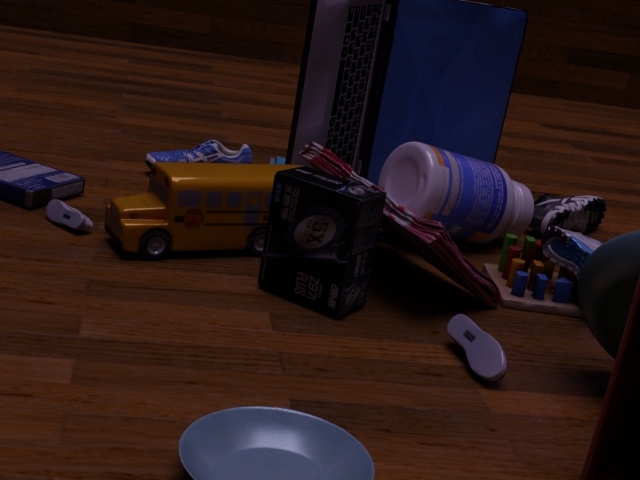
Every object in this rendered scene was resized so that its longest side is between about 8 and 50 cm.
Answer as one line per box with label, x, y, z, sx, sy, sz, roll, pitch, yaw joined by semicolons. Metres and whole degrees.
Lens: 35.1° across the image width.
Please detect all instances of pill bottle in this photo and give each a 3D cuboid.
pill bottle;0.249;-0.076;1.812;0.272;0.152;0.152;13;14;-34

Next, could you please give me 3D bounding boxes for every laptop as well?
laptop;0.152;-0.234;1.792;0.236;0.382;0.408;20;23;25

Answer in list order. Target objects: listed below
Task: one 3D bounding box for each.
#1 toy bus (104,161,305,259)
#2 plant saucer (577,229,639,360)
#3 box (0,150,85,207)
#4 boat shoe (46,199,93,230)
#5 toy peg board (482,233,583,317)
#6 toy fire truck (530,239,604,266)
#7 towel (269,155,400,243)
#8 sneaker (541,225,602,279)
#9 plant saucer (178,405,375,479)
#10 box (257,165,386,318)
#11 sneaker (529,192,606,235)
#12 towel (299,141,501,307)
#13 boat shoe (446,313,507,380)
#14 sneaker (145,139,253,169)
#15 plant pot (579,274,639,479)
toy bus;-0.165;-0.051;1.604;0.333;0.130;0.108;-1;21;-29
plant saucer;0.469;0.110;1.256;0.318;0.317;0.043;17;54;22
box;-0.538;-0.112;1.745;0.225;0.036;0.136;19;21;22
boat shoe;-0.399;-0.037;1.613;0.100;0.035;0.035;20;-6;38
toy peg board;0.362;0.052;1.639;0.161;0.079;0.160;7;19;-5
toy fire truck;0.480;0.043;1.768;0.192;0.047;0.135;22;23;31
towel;0.034;-0.084;1.938;0.271;0.040;0.370;7;19;-5
sneaker;0.433;0.037;1.575;0.083;0.071;0.190;-2;36;-30
plant saucer;-0.045;0.227;0.999;0.195;0.037;0.195;9;20;-3
box;0.000;0.000;1.457;0.147;0.180;0.077;21;21;29
sneaker;0.482;-0.059;2.020;0.234;0.078;0.106;-13;31;-44
towel;0.125;-0.029;1.586;0.329;0.037;0.237;38;-3;42
boat shoe;0.215;0.146;1.349;0.040;0.049;0.142;43;7;-30
sneaker;-0.231;-0.157;1.956;0.211;0.081;0.080;5;21;-8
plant pot;0.450;0.181;1.064;0.267;0.267;0.236;17;8;23
